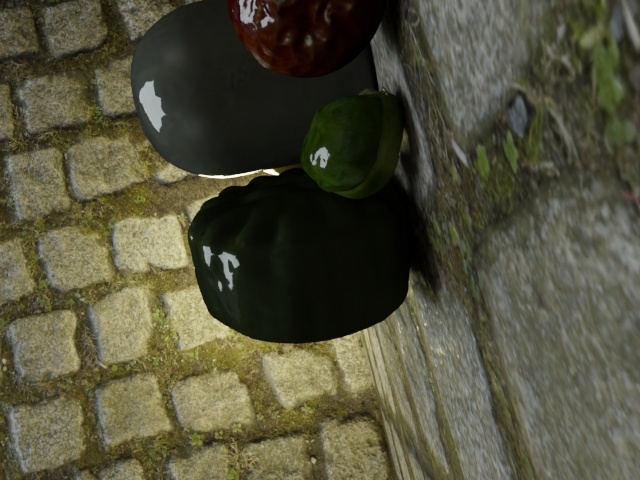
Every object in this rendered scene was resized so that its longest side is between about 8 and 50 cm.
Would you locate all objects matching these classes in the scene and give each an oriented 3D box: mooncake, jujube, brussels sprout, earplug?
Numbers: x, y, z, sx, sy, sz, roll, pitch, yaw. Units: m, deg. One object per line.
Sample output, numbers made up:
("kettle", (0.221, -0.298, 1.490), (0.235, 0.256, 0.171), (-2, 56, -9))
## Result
("mooncake", (-0.032, 0.002, 0.959), (0.356, 0.356, 0.194), (-107, 12, -67))
("jujube", (-0.011, -0.302, 0.685), (0.255, 0.190, 0.190), (119, 138, -74))
("brussels sprout", (0.040, -0.131, 0.819), (0.183, 0.131, 0.145), (-177, 92, -75))
("earplug", (-0.121, -0.269, 1.041), (0.312, 0.394, 0.312), (166, 90, -87))

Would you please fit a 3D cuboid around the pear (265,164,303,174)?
("pear", (-0.095, -0.324, 1.651), (0.309, 0.309, 0.309), (166, 90, -89))
